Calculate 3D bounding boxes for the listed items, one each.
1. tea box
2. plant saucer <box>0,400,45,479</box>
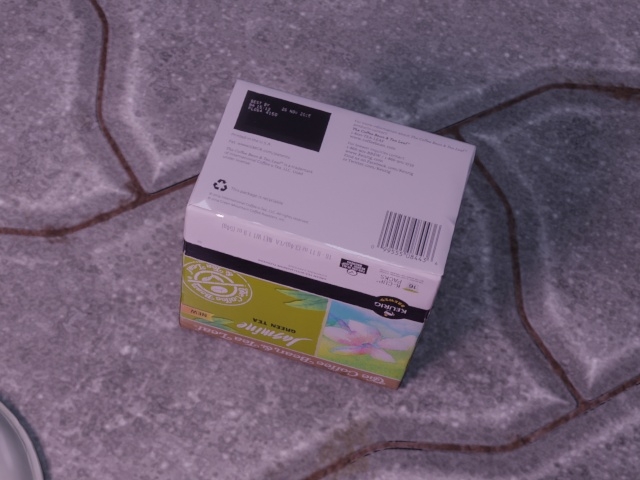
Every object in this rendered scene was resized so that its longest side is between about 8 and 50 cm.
[{"bbox_3d":[0.000,0.000,1.736,0.328,0.324,0.220,16,58,3],"label":"tea box"},{"bbox_3d":[-0.544,0.324,1.605,0.400,0.100,0.401,4,59,-6],"label":"plant saucer"}]
